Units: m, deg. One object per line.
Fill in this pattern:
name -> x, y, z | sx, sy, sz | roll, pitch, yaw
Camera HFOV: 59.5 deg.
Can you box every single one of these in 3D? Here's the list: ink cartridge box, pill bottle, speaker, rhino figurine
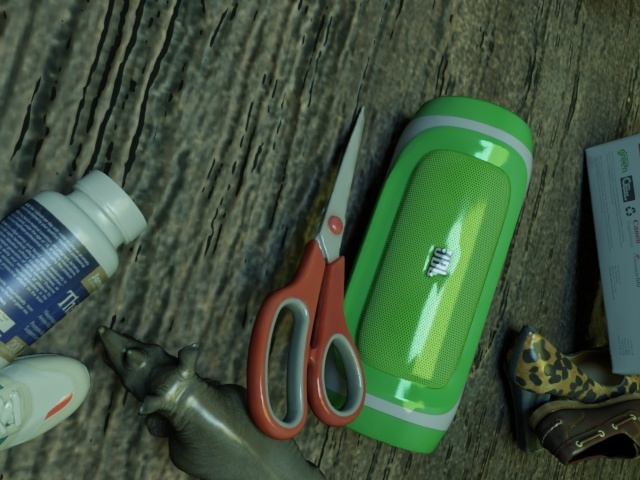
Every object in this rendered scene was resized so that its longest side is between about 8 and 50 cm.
ink cartridge box -> 0.499, 0.006, 0.682 | 0.130, 0.272, 0.309 | 9, 75, -38
pill bottle -> -0.167, 0.013, 0.337 | 0.120, 0.067, 0.067 | -46, 121, -24
speaker -> 0.095, 0.027, 0.508 | 0.131, 0.131, 0.296 | 26, 80, -37
rhino figurine -> -0.074, 0.138, 0.403 | 0.073, 0.106, 0.243 | -48, 122, -24

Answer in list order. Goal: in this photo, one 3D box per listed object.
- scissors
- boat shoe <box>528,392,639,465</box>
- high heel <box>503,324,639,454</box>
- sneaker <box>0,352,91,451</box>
scissors -> 0.000, 0.000, 0.437 | 0.109, 0.021, 0.297 | 20, 64, -38
boat shoe -> 0.357, 0.238, 0.687 | 0.207, 0.073, 0.073 | 0, 119, -20
high heel -> 0.351, 0.148, 0.741 | 0.261, 0.093, 0.186 | -26, 118, -23
sneaker -> -0.207, 0.112, 0.315 | 0.161, 0.075, 0.057 | -11, 103, -36
